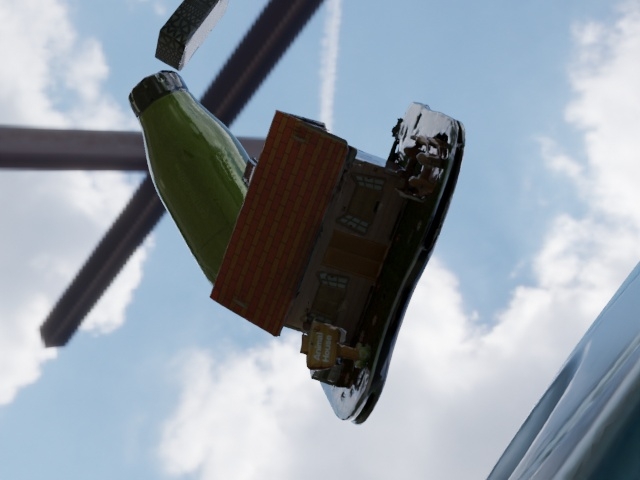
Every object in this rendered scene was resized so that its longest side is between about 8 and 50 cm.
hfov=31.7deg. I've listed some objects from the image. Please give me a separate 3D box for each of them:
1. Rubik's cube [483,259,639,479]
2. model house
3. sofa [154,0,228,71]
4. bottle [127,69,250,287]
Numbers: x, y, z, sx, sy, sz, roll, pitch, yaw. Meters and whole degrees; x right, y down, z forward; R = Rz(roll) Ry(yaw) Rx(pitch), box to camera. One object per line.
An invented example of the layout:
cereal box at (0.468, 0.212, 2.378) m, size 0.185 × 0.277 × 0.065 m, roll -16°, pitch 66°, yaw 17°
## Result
Rubik's cube at (0.237, 0.194, 0.517) m, size 0.347 × 0.352 × 0.351 m, roll 34°, pitch -88°, yaw 10°
model house at (0.000, -0.001, 1.037) m, size 0.207 × 0.154 × 0.294 m, roll -124°, pitch -127°, yaw -75°
sofa at (-0.152, -0.265, 1.360) m, size 0.039 × 0.118 × 0.060 m, roll 31°, pitch -30°, yaw 3°
bottle at (-0.132, -0.072, 1.284) m, size 0.112 × 0.112 × 0.260 m, roll -41°, pitch -106°, yaw 40°
